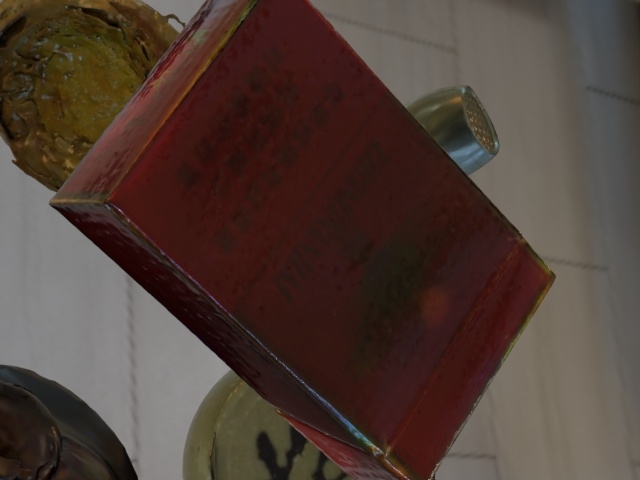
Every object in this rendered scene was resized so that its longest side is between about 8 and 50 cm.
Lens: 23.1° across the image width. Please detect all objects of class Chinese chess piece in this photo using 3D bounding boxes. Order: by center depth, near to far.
[{"bbox_3d":[-0.014,0.313,2.140,0.349,0.146,0.349,5,74,-19],"label":"Chinese chess piece"}]

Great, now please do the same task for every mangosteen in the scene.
[{"bbox_3d":[-0.390,0.313,1.679,0.421,0.380,0.381,34,44,-77],"label":"mangosteen"}]

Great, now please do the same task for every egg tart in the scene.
[{"bbox_3d":[-0.231,-0.169,1.692,0.291,0.290,0.107,58,32,-10],"label":"egg tart"}]

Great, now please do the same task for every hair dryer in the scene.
[{"bbox_3d":[0.021,-0.032,1.232,0.075,0.206,0.237,61,28,-11],"label":"hair dryer"}]

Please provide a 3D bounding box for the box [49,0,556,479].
[{"bbox_3d":[-0.001,0.000,1.052,0.313,0.089,0.197,45,66,-25],"label":"box"}]
